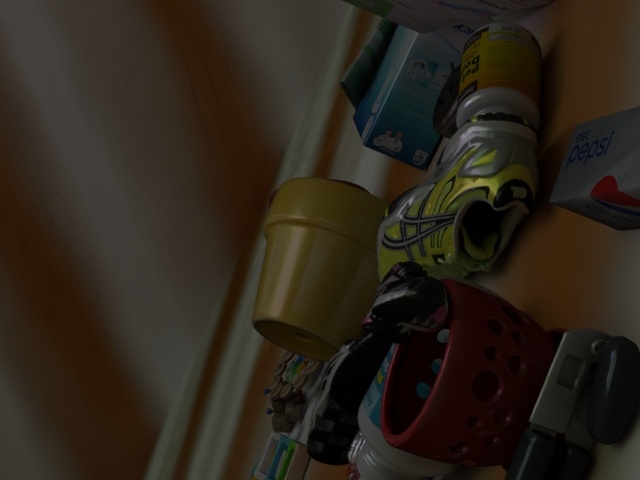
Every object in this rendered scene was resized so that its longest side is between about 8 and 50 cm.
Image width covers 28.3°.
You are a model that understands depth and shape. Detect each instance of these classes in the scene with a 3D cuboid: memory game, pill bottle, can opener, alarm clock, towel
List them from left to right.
[{"bbox_3d":[-0.037,0.232,2.443,0.186,0.012,0.186,-43,18,18],"label":"memory game"},{"bbox_3d":[0.146,-0.399,2.452,0.324,0.038,0.248,-58,-17,-6],"label":"towel"},{"bbox_3d":[0.139,0.186,1.552,0.146,0.146,0.264,-98,32,-67],"label":"pill bottle"},{"bbox_3d":[0.229,-0.215,2.087,0.129,0.064,0.192,127,158,-52],"label":"alarm clock"},{"bbox_3d":[0.254,-0.205,1.804,0.117,0.117,0.215,124,163,-45],"label":"pill bottle"},{"bbox_3d":[0.233,0.221,1.241,0.095,0.076,0.283,-151,82,-79],"label":"can opener"}]

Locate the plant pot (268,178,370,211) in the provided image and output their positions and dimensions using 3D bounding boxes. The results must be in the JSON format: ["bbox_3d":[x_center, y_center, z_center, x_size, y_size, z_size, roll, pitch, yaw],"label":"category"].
[{"bbox_3d":[0.000,0.000,2.445,0.201,0.201,0.180,134,140,-61],"label":"plant pot"}]

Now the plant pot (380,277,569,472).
[{"bbox_3d":[0.177,0.157,1.363,0.191,0.174,0.191,-158,90,-78],"label":"plant pot"}]

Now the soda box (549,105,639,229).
[{"bbox_3d":[0.336,-0.074,1.268,0.286,0.091,0.098,173,118,-77],"label":"soda box"}]

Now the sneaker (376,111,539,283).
[{"bbox_3d":[0.177,-0.008,1.755,0.384,0.145,0.147,117,160,-48],"label":"sneaker"}]

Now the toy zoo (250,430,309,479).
[{"bbox_3d":[-0.092,0.460,2.380,0.293,0.030,0.192,165,126,-76],"label":"toy zoo"}]

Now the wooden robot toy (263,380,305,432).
[{"bbox_3d":[-0.063,0.337,2.450,0.173,0.076,0.079,-106,4,-71],"label":"wooden robot toy"}]

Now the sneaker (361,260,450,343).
[{"bbox_3d":[0.089,0.054,1.342,0.178,0.072,0.077,147,143,-69],"label":"sneaker"}]

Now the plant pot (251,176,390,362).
[{"bbox_3d":[0.007,0.060,2.077,0.239,0.254,0.254,-69,11,-20],"label":"plant pot"}]

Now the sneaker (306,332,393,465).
[{"bbox_3d":[0.064,0.194,1.931,0.146,0.122,0.330,-83,19,-45],"label":"sneaker"}]

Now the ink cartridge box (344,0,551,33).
[{"bbox_3d":[0.219,-0.430,1.960,0.353,0.207,0.119,-5,76,50],"label":"ink cartridge box"}]

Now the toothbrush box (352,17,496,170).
[{"bbox_3d":[0.181,-0.304,2.293,0.216,0.126,0.295,-103,36,-72],"label":"toothbrush box"}]

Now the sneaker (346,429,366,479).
[{"bbox_3d":[0.079,0.339,1.695,0.145,0.090,0.270,-51,17,58],"label":"sneaker"}]
